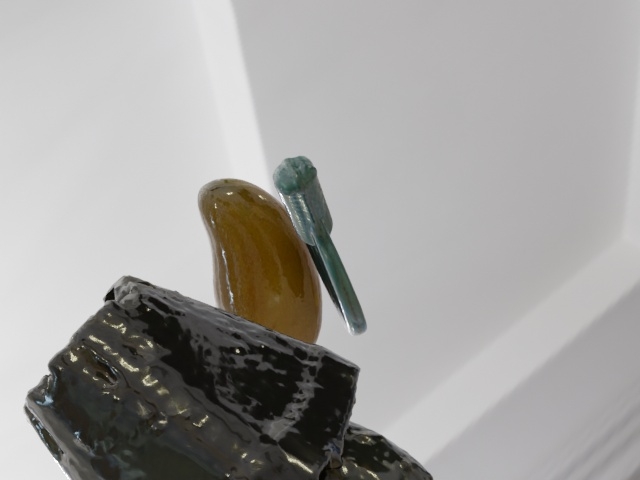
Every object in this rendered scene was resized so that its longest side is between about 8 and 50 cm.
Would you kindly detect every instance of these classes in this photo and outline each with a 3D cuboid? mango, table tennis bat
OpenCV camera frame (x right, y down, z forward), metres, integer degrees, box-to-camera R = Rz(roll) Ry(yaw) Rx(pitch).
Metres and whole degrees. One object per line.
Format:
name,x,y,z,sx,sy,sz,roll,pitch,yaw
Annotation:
mango,-0.054,0.027,1.151,0.085,0.102,0.184,-56,-47,-68
table tennis bat,0.000,0.000,1.022,0.033,0.124,0.201,-26,-35,-3

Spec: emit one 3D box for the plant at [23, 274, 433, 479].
plant,-0.049,0.134,0.758,0.142,0.256,0.164,-55,0,27
